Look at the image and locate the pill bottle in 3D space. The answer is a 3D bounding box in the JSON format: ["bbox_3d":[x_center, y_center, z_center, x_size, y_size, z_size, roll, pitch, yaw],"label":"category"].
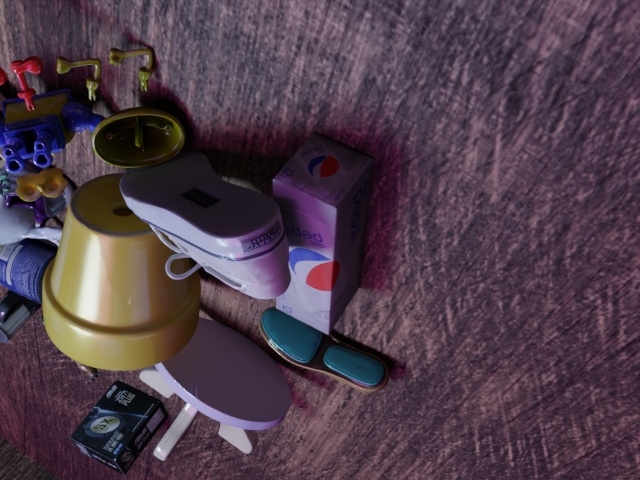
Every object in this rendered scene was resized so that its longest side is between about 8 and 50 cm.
[{"bbox_3d":[-0.537,0.065,1.683,0.219,0.122,0.122,20,144,26],"label":"pill bottle"}]

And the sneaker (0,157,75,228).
[{"bbox_3d":[-0.541,-0.117,1.479,0.224,0.098,0.083,35,147,2],"label":"sneaker"}]

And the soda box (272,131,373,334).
[{"bbox_3d":[0.000,0.000,1.125,0.091,0.098,0.286,25,145,16],"label":"soda box"}]

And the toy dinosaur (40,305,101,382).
[{"bbox_3d":[-0.517,0.191,1.836,0.200,0.127,0.296,50,158,-8],"label":"toy dinosaur"}]

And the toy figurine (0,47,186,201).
[{"bbox_3d":[-0.386,-0.192,1.222,0.363,0.217,0.191,-14,118,-3],"label":"toy figurine"}]

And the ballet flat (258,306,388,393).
[{"bbox_3d":[0.002,0.186,1.381,0.232,0.080,0.073,29,162,15],"label":"ballet flat"}]

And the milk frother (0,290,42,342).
[{"bbox_3d":[-0.721,0.131,1.926,0.143,0.134,0.129,27,145,15],"label":"milk frother"}]

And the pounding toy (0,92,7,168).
[{"bbox_3d":[-0.511,-0.187,1.386,0.130,0.100,0.141,49,156,-18],"label":"pounding toy"}]

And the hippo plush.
[{"bbox_3d":[-0.662,-0.004,1.572,0.294,0.236,0.234,41,160,-10],"label":"hippo plush"}]

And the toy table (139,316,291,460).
[{"bbox_3d":[-0.201,0.275,1.548,0.274,0.252,0.160,42,133,14],"label":"toy table"}]

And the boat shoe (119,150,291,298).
[{"bbox_3d":[-0.147,-0.010,1.145,0.367,0.136,0.156,26,140,49],"label":"boat shoe"}]

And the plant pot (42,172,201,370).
[{"bbox_3d":[-0.312,0.035,1.344,0.254,0.254,0.238,25,131,17],"label":"plant pot"}]

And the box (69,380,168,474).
[{"bbox_3d":[-0.488,0.453,2.073,0.147,0.180,0.077,19,145,27],"label":"box"}]
